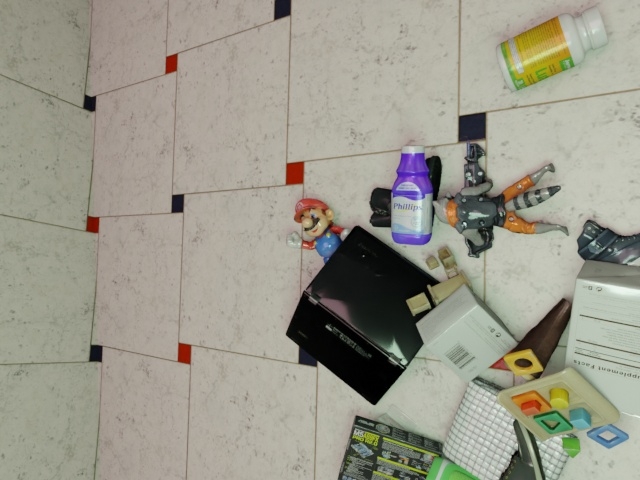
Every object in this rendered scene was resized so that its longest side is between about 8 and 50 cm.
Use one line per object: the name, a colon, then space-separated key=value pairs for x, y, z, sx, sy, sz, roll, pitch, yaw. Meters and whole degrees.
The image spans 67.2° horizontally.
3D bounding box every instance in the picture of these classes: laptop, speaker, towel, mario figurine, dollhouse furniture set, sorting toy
laptop: x=0.143 y=0.245 z=1.542 sx=0.382 sy=0.236 sz=0.408 roll=36 pitch=136 yaw=14
speaker: x=0.423 y=0.699 z=1.275 sx=0.297 sy=0.131 sz=0.131 roll=23 pitch=100 yaw=21
towel: x=0.499 y=0.529 z=1.283 sx=0.284 sy=0.121 sz=0.235 roll=23 pitch=94 yaw=29
mario figurine: x=0.000 y=0.000 z=1.616 sx=0.198 sy=0.170 sz=0.320 roll=-27 pitch=76 yaw=-13
dollhouse furniture set: x=0.331 y=0.133 z=1.417 sx=0.182 sy=0.101 sz=0.161 roll=-25 pitch=47 yaw=5
sorting toy: x=0.529 y=0.382 z=1.084 sx=0.348 sy=0.047 sz=0.196 roll=42 pitch=128 yaw=-9

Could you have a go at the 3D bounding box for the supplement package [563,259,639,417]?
supplement package: x=0.676 y=0.215 z=1.106 sx=0.175 sy=0.177 sz=0.292 roll=10 pitch=109 yaw=34

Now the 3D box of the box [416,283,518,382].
box: x=0.393 y=0.252 z=1.305 sx=0.181 sy=0.119 sz=0.182 roll=42 pitch=105 yaw=-18

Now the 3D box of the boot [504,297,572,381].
boot: x=0.549 y=0.235 z=1.188 sx=0.090 sy=0.248 sz=0.206 roll=33 pitch=103 yaw=25

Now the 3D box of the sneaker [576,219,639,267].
sneaker: x=0.740 y=-0.014 z=1.170 sx=0.226 sy=0.086 sz=0.163 roll=-46 pitch=67 yaw=25

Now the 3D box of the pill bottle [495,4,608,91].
pill bottle: x=0.603 y=-0.504 z=1.263 sx=0.246 sy=0.136 sz=0.136 roll=-19 pitch=77 yaw=32

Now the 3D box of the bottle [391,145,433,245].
bottle: x=0.265 y=-0.130 z=1.389 sx=0.118 sy=0.092 sz=0.282 roll=5 pitch=104 yaw=26

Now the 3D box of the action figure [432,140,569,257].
action figure: x=0.467 y=-0.130 z=1.315 sx=0.330 sy=0.178 sz=0.341 roll=-11 pitch=84 yaw=23

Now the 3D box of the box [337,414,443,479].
box: x=0.204 y=0.668 z=1.435 sx=0.270 sy=0.060 sz=0.216 roll=15 pitch=101 yaw=8

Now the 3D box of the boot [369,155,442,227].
boot: x=0.257 y=-0.149 z=1.502 sx=0.207 sy=0.094 sz=0.246 roll=12 pitch=100 yaw=30

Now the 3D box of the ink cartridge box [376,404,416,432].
ink cartridge box: x=0.210 y=0.620 z=1.506 sx=0.104 sy=0.062 sz=0.181 roll=33 pitch=105 yaw=29

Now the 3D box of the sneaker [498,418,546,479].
sneaker: x=0.475 y=0.552 z=1.175 sx=0.118 sy=0.083 sz=0.222 roll=-17 pitch=75 yaw=25
